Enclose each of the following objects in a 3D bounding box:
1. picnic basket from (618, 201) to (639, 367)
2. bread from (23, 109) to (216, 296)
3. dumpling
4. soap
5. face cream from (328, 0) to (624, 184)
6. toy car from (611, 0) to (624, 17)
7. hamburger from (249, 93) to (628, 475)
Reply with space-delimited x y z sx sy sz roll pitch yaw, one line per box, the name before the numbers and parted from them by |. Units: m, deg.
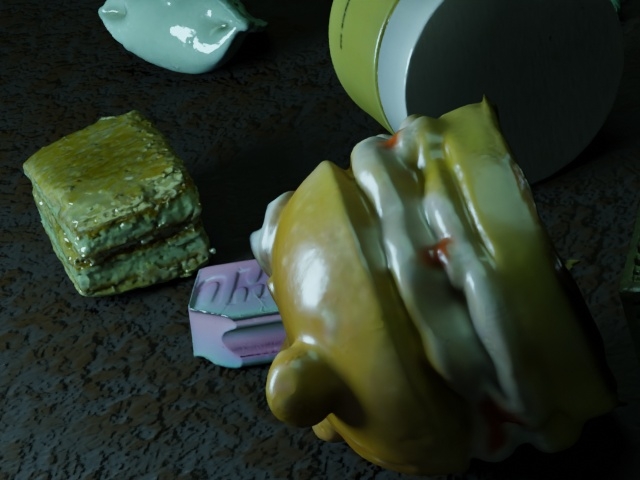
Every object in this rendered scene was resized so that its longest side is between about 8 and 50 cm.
picnic basket | 0.305 0.030 1.398 0.134 0.154 0.196 -6 35 24
bread | -0.189 -0.033 1.803 0.138 0.102 0.196 -24 32 -9
dumpling | -0.134 -0.249 2.133 0.217 0.105 0.149 13 41 41
soap | -0.043 0.057 1.626 0.149 0.056 0.100 -8 28 14
face cream | 0.138 -0.177 1.763 0.218 0.218 0.179 -24 30 -12
toy car | 0.242 -0.250 2.000 0.143 0.054 0.073 -9 31 14
hamburger | 0.073 0.048 1.401 0.237 0.276 0.276 -25 29 6
